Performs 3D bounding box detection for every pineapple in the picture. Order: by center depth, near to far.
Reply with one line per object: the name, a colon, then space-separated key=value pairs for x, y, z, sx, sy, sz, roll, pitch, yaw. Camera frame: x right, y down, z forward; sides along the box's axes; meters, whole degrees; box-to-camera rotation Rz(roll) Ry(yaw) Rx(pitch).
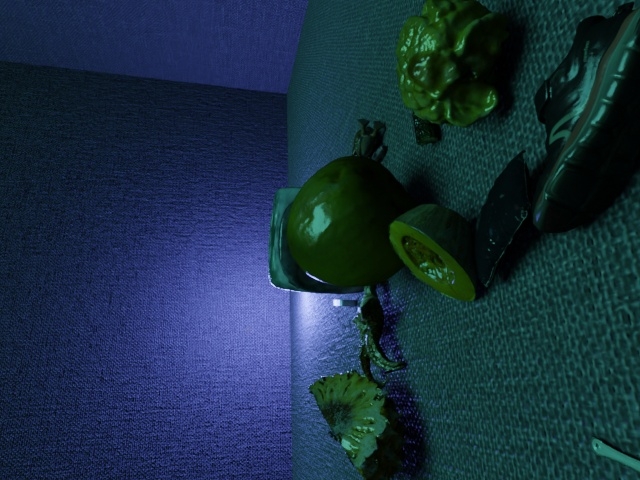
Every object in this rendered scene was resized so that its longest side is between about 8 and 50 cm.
pineapple: x=0.152 y=0.510 z=1.146 sx=0.286 sy=0.209 sz=0.344 roll=60 pitch=170 yaw=-27

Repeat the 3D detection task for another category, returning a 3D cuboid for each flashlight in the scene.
flashlight: x=0.183 y=-0.264 z=1.357 sx=0.052 sy=0.031 sz=0.110 roll=-53 pitch=-2 yaw=-32

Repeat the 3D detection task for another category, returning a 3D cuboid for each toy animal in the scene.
toy animal: x=0.144 y=-0.301 z=1.391 sx=0.179 sy=0.089 sz=0.188 roll=101 pitch=-175 yaw=-53

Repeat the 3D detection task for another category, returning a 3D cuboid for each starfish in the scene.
starfish: x=0.156 y=0.253 z=1.226 sx=0.303 sy=0.113 sz=0.312 roll=-99 pitch=8 yaw=-50

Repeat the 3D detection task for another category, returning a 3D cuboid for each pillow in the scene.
pillow: x=0.297 y=-0.033 z=0.700 sx=0.208 sy=0.055 sz=0.141 roll=92 pitch=-173 yaw=-53

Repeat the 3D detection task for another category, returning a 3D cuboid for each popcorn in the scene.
popcorn: x=0.241 y=-0.328 z=0.776 sx=0.216 sy=0.181 sz=0.235 roll=-104 pitch=16 yaw=-46

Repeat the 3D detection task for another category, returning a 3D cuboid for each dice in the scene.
dice: x=0.000 y=0.000 z=1.420 sx=0.348 sy=0.331 sz=0.327 roll=-176 pitch=89 yaw=-80

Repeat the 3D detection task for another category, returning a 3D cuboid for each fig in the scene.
fig: x=0.071 y=-0.030 z=1.068 sx=0.343 sy=0.343 sz=0.343 roll=-178 pitch=90 yaw=-77

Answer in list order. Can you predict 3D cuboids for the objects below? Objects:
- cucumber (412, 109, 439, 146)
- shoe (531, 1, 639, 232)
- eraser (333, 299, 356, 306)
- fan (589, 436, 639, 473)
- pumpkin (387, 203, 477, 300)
cucumber: x=0.248 y=-0.318 z=1.024 sx=0.058 sy=0.058 sz=0.187 roll=127 pitch=143 yaw=-68
shoe: x=0.322 y=-0.148 z=0.531 sx=0.137 sy=0.114 sz=0.290 roll=-118 pitch=35 yaw=-56
eraser: x=0.091 y=0.235 z=1.594 sx=0.105 sy=0.065 sz=0.026 roll=146 pitch=124 yaw=-75
fan: x=0.382 y=0.260 z=0.443 sx=0.227 sy=0.008 sz=0.152 roll=162 pitch=109 yaw=-76
pumpkin: x=0.240 y=0.010 z=0.850 sx=0.110 sy=0.217 sz=0.217 roll=-51 pitch=6 yaw=-13
